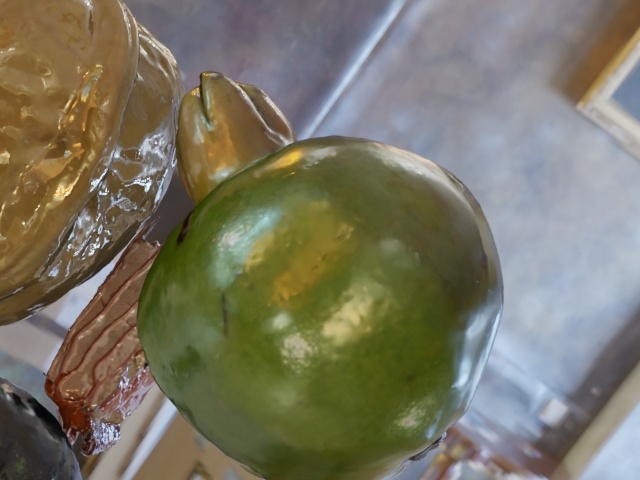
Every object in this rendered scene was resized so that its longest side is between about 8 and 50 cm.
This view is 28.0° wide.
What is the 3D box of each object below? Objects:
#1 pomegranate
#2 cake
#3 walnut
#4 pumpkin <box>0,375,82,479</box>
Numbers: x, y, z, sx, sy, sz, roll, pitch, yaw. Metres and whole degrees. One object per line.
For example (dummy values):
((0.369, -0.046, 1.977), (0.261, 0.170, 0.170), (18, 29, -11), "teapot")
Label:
((0.012, 0.008, 0.706), (0.190, 0.159, 0.241), (26, 33, -26), "pomegranate")
((-0.203, 0.100, 1.357), (0.098, 0.287, 0.135), (27, -6, 16), "cake")
((-0.314, -0.101, 1.232), (0.381, 0.381, 0.381), (35, 8, -6), "walnut")
((-0.380, 0.254, 1.221), (0.315, 0.315, 0.238), (32, 8, -27), "pumpkin")
